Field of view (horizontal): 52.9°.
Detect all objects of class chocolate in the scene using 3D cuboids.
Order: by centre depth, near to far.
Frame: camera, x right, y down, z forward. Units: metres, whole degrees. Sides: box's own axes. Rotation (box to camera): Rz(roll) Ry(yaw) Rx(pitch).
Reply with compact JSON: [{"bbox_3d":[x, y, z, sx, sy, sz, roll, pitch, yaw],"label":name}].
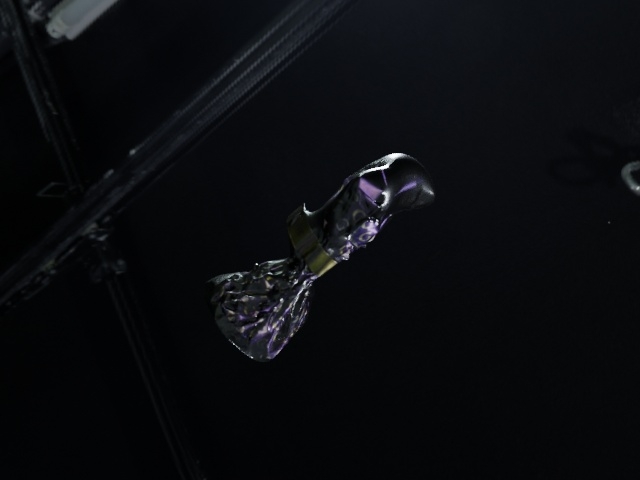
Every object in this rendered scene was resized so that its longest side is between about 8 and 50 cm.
[{"bbox_3d":[0.000,0.001,0.378,0.070,0.072,0.147,41,-88,-2],"label":"chocolate"}]
